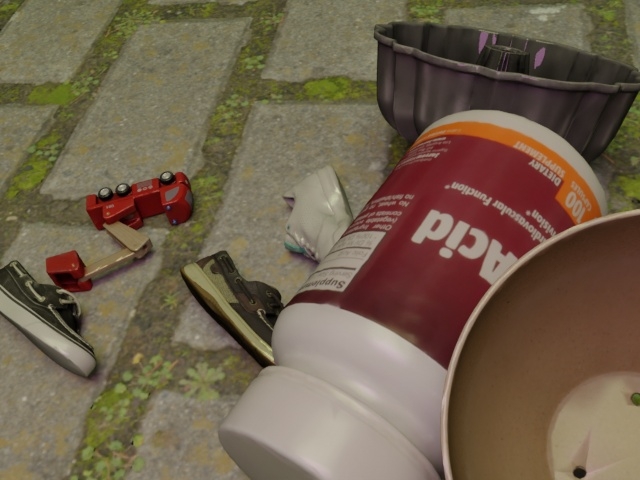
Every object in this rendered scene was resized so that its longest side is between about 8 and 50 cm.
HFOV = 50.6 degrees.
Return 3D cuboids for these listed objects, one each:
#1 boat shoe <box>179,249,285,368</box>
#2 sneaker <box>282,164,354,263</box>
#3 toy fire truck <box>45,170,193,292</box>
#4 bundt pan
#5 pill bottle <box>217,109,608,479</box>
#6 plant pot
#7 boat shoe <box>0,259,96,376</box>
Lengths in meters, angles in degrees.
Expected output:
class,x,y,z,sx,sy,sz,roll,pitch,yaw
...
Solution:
class,x,y,z,sx,sy,sz,roll,pitch,yaw
boat shoe,-0.077,0.078,0.765,0.073,0.080,0.223,-41,50,-16
sneaker,0.000,0.000,0.831,0.094,0.080,0.212,-22,42,7
toy fire truck,-0.259,-0.014,0.897,0.192,0.047,0.135,-15,50,-3
bundt pan,0.216,-0.176,0.839,0.330,0.124,0.331,8,25,-4
pill bottle,0.096,0.077,0.640,0.224,0.224,0.392,23,58,26
plant pot,0.231,0.143,0.467,0.284,0.191,0.284,-4,70,12
boat shoe,-0.329,0.084,0.809,0.219,0.078,0.070,28,61,31
